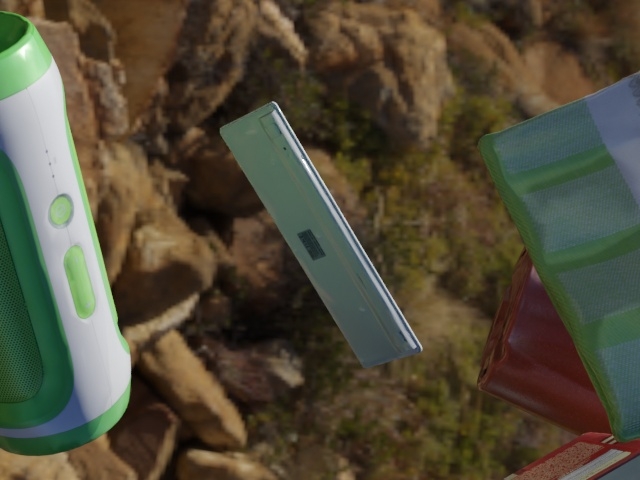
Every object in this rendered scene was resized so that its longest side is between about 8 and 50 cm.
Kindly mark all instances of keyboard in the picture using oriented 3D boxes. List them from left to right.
[{"bbox_3d":[0.000,0.000,1.177,0.014,0.072,0.256,-40,104,-41],"label":"keyboard"}]

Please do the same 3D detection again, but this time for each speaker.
[{"bbox_3d":[-0.215,0.000,0.923,0.131,0.131,0.296,-43,135,-44],"label":"speaker"}]

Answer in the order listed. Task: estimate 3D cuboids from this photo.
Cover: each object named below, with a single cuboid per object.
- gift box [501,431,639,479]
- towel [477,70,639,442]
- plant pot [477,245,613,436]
[{"bbox_3d":[0.239,0.343,1.203,0.258,0.255,0.276,61,-3,2],"label":"gift box"},{"bbox_3d":[0.125,-0.020,0.339,0.113,0.152,0.023,-109,176,-46],"label":"towel"},{"bbox_3d":[0.345,0.132,1.626,0.272,0.265,0.272,20,90,-88],"label":"plant pot"}]
